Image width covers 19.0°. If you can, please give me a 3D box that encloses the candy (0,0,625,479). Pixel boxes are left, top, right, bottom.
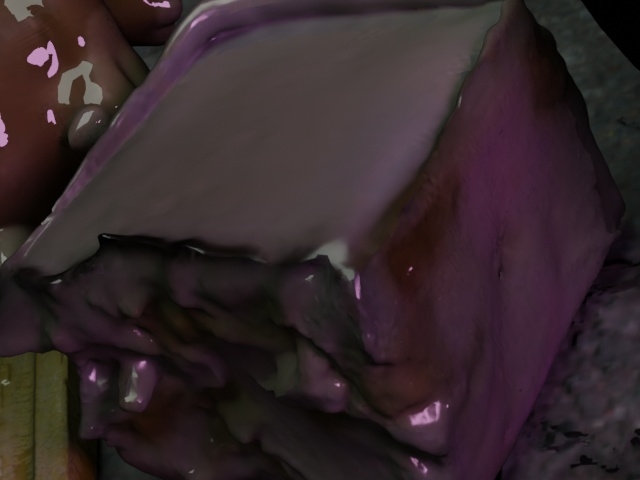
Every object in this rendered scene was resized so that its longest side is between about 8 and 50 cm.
[{"bbox_3d":[0.000,0.000,0.739,0.185,0.137,0.195,3,48,34],"label":"candy"}]

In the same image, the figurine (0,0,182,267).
[{"bbox_3d":[-0.172,-0.062,0.882,0.173,0.177,0.247,-29,44,-34],"label":"figurine"}]

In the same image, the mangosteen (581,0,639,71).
[{"bbox_3d":[0.238,-0.172,0.677,0.347,0.307,0.307,0,40,-6],"label":"mangosteen"}]

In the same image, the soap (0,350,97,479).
[{"bbox_3d":[-0.134,0.122,0.770,0.092,0.037,0.252,-23,39,11],"label":"soap"}]
